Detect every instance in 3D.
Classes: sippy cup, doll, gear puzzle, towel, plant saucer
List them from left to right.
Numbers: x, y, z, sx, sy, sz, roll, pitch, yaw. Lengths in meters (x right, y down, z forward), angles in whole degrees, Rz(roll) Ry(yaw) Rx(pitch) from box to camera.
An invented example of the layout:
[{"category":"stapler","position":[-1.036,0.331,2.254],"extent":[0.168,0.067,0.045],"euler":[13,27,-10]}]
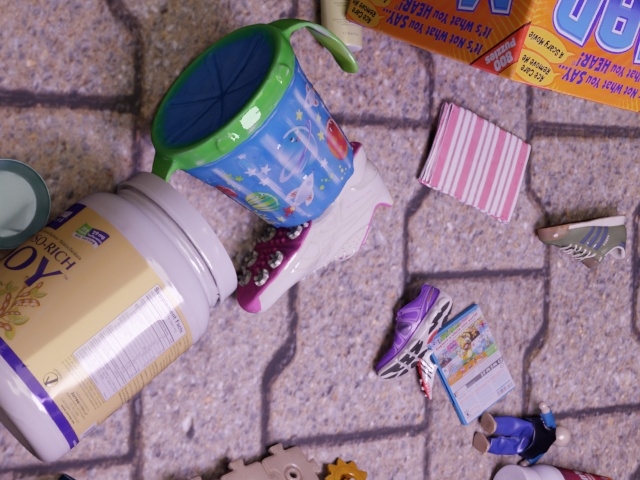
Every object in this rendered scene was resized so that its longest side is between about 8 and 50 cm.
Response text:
[{"category":"plant saucer","position":[-0.417,-0.048,1.463],"extent":[0.119,0.021,0.119],"euler":[-2,93,-28]},{"category":"sippy cup","position":[-0.078,-0.142,1.544],"extent":[0.305,0.240,0.224],"euler":[-30,126,22]},{"category":"gear puzzle","position":[-0.055,0.393,1.633],"extent":[0.339,0.044,0.175],"euler":[-14,62,-43]},{"category":"towel","position":[0.258,-0.126,1.828],"extent":[0.197,0.029,0.144],"euler":[23,81,-30]},{"category":"doll","position":[0.353,0.328,1.881],"extent":[0.189,0.046,0.129],"euler":[10,105,-31]}]

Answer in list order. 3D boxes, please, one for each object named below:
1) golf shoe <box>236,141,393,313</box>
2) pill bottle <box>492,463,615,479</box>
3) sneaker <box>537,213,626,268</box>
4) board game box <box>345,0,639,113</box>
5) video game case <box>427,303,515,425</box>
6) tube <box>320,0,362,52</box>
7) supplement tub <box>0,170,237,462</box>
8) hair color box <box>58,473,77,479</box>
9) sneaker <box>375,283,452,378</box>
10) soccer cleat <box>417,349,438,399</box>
[{"category":"golf shoe","position":[0.000,0.000,1.645],"extent":[0.140,0.115,0.306],"euler":[45,74,-28]},{"category":"pill bottle","position":[0.403,0.445,1.875],"extent":[0.221,0.121,0.121],"euler":[16,84,-29]},{"category":"sneaker","position":[0.461,0.007,1.920],"extent":[0.192,0.064,0.086],"euler":[-9,91,-31]},{"category":"board game box","position":[0.319,-0.413,1.579],"extent":[0.356,0.356,0.356],"euler":[6,108,-40]},{"category":"video game case","position":[0.249,0.206,1.841],"extent":[0.119,0.015,0.166],"euler":[-33,107,-23]},{"category":"tube","position":[0.029,-0.407,1.674],"extent":[0.070,0.062,0.240],"euler":[6,82,-72]},{"category":"supplement tub","position":[-0.294,0.089,1.412],"extent":[0.331,0.241,0.241],"euler":[-41,110,-21]},{"category":"hair color box","position":[-0.253,0.488,1.527],"extent":[0.347,0.105,0.174],"euler":[40,74,-25]},{"category":"sneaker","position":[0.141,0.145,1.760],"extent":[0.170,0.071,0.068],"euler":[-54,150,-2]},{"category":"soccer cleat","position":[0.175,0.216,1.790],"extent":[0.035,0.029,0.083],"euler":[-14,94,-1]}]
